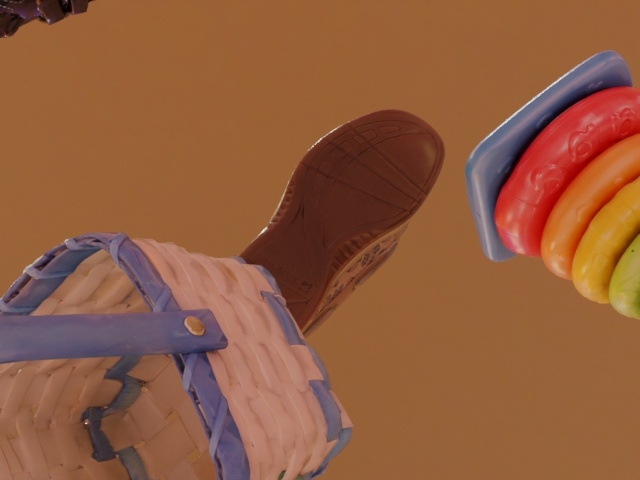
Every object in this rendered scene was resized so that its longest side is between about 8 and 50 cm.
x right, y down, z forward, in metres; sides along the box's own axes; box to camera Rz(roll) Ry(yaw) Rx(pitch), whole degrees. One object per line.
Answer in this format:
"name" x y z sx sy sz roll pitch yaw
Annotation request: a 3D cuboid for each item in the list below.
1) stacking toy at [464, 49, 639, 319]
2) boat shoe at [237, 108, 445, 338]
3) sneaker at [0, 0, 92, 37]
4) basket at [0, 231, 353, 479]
"stacking toy" 0.263 0.011 1.260 0.165 0.175 0.302 -36 -122 -10
"boat shoe" 0.000 0.000 1.392 0.104 0.089 0.285 38 -118 11
"sneaker" -0.217 -0.164 1.023 0.340 0.125 0.140 -2 -78 -15
"basket" -0.140 0.115 0.905 0.255 0.289 0.201 -47 -121 36
